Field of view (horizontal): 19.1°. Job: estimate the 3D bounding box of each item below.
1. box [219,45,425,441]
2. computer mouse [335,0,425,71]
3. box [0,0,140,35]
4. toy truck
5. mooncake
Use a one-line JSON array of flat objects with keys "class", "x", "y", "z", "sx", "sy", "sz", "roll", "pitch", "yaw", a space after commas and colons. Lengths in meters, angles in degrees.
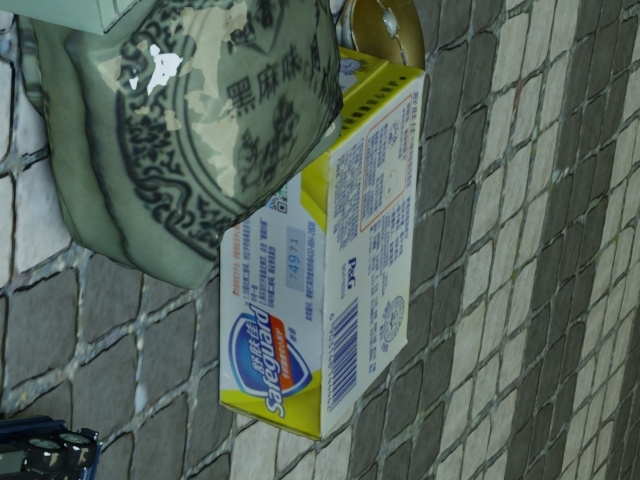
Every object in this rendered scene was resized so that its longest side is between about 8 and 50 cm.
[{"class": "box", "x": 0.000, "y": 0.000, "z": 1.484, "sx": 0.168, "sy": 0.097, "sz": 0.265, "roll": -45, "pitch": 145, "yaw": -49}, {"class": "computer mouse", "x": 0.054, "y": -0.136, "z": 1.589, "sx": 0.199, "sy": 0.045, "sz": 0.102, "roll": 82, "pitch": 30, "yaw": -46}, {"class": "box", "x": -0.137, "y": -0.216, "z": 0.852, "sx": 0.225, "sy": 0.225, "sz": 0.117, "roll": -53, "pitch": 150, "yaw": -40}, {"class": "toy truck", "x": -0.200, "y": 0.142, "z": 1.128, "sx": 0.202, "sy": 0.088, "sz": 0.074, "roll": 1, "pitch": 106, "yaw": -63}, {"class": "mooncake", "x": -0.074, "y": -0.113, "z": 1.191, "sx": 0.254, "sy": 0.136, "sz": 0.250, "roll": -50, "pitch": 144, "yaw": -45}]
